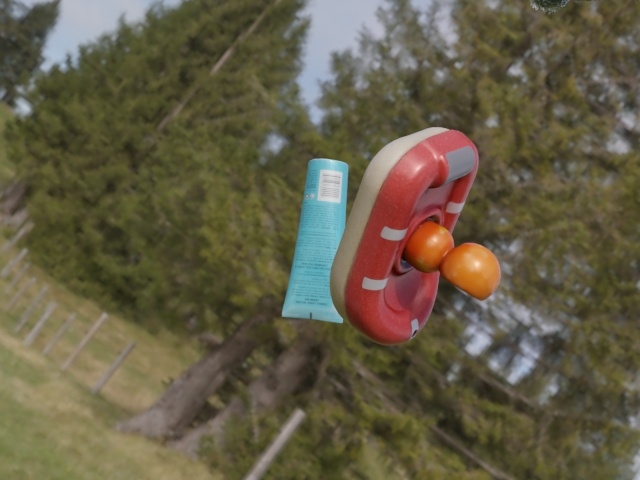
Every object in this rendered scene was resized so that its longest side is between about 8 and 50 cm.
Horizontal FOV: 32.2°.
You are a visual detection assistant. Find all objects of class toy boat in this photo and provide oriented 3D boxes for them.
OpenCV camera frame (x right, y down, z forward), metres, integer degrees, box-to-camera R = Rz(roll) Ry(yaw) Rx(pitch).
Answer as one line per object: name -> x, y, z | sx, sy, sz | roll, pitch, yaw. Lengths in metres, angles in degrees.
toy boat -> 0.112, 0.011, 1.111 | 0.151, 0.231, 0.151 | 34, 35, 25

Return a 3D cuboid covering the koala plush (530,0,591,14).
koala plush -> 0.385, -0.403, 1.505 | 0.203, 0.221, 0.196 | 50, -17, 3

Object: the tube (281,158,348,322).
tube -> 0.000, 0.000, 1.429 | 0.080, 0.207, 0.052 | 3, -10, 18
